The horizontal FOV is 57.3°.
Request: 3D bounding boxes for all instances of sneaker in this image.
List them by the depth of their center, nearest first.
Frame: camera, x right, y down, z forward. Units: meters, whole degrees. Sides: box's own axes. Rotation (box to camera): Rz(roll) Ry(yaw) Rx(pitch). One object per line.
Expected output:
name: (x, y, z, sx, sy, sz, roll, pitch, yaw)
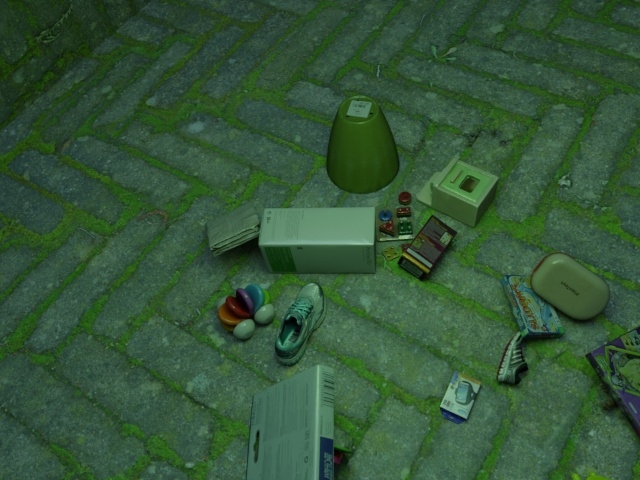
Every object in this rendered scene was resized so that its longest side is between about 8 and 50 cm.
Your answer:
sneaker: (0.570, 0.346, 1.703, 0.075, 0.063, 0.170, 24, 61, 13)
sneaker: (-0.059, 0.242, 1.817, 0.110, 0.122, 0.283, 13, 60, 15)

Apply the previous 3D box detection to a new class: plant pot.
plant pot: (0.142, -0.364, 2.087, 0.275, 0.293, 0.274, -4, 56, 6)

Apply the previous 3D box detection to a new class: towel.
towel: (-0.301, -0.047, 2.007, 0.187, 0.049, 0.282, -25, 25, -5)

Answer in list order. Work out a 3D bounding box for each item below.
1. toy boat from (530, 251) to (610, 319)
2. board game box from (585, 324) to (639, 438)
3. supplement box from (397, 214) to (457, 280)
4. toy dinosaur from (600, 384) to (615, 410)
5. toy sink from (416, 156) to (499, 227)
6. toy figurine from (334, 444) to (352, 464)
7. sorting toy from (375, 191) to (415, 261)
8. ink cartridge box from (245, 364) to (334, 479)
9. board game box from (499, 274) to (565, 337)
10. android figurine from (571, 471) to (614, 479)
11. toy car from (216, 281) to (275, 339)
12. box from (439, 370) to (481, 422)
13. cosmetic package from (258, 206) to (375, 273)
toy boat: (0.754, 0.133, 1.778, 0.231, 0.151, 0.151, 37, 109, 6)
board game box: (0.904, 0.413, 1.575, 0.208, 0.056, 0.346, -23, 70, -13)
supplement box: (0.349, 0.024, 1.918, 0.104, 0.081, 0.188, 36, 67, 9)
toy dinosaur: (0.855, 0.404, 1.636, 0.212, 0.064, 0.112, -24, 69, -8)
toy sink: (0.467, -0.180, 2.019, 0.234, 0.131, 0.153, 30, 64, 25)
toy figurine: (-0.015, 0.624, 1.579, 0.173, 0.130, 0.159, 2, 64, 35)
sorting toy: (0.257, -0.057, 2.018, 0.132, 0.046, 0.274, -4, 57, 5)
ink cartridge box: (-0.083, 0.536, 1.578, 0.071, 0.330, 0.324, 22, 52, -29)
board game box: (0.638, 0.199, 1.773, 0.136, 0.035, 0.201, 3, 53, -21)
android figurine: (0.702, 0.683, 1.400, 0.248, 0.056, 0.273, 4, 41, -25)
toy car: (-0.244, 0.206, 1.857, 0.182, 0.136, 0.159, -35, 59, -15)
box: (0.397, 0.450, 1.676, 0.081, 0.028, 0.136, 21, 60, 20)
cosmetic package: (0.000, 0.000, 1.927, 0.366, 0.197, 0.155, 0, 58, 9)
